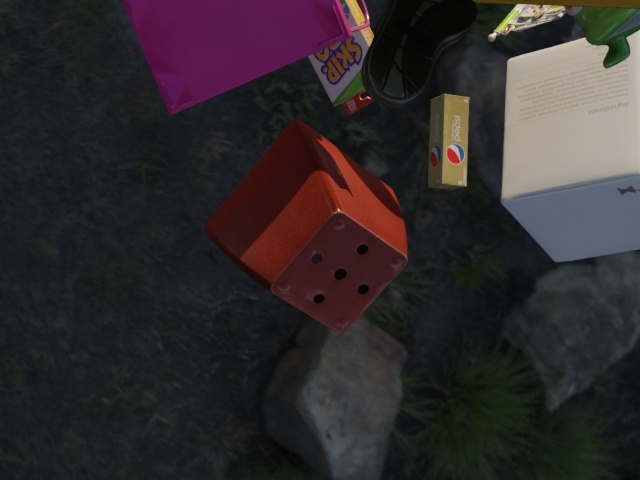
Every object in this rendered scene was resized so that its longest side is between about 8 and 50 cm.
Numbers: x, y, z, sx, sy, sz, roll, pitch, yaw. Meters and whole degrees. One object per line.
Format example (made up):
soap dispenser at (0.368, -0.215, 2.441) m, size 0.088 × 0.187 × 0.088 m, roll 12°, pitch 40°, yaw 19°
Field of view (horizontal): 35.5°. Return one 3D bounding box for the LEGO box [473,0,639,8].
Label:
LEGO box at (0.213, -0.390, 0.967) m, size 0.500 × 0.372 × 0.193 m, roll 15°, pitch 82°, yaw -75°

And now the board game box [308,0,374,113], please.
board game box at (0.022, -0.342, 1.650) m, size 0.039 × 0.124 × 0.259 m, roll -34°, pitch 96°, yaw -46°

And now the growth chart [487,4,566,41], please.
growth chart at (0.468, -0.482, 2.035) m, size 0.021 × 0.237 × 0.172 m, roll 52°, pitch 55°, yaw -22°

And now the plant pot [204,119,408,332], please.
plant pot at (0.000, 0.000, 1.741) m, size 0.267 × 0.236 × 0.267 m, roll 34°, pitch 103°, yaw -33°

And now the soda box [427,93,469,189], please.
soda box at (0.253, -0.194, 1.979) m, size 0.058 × 0.061 × 0.181 m, roll 4°, pitch 85°, yaw -22°

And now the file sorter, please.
file sorter at (-0.100, -0.339, 1.452) m, size 0.202 × 0.290 × 0.182 m, roll 68°, pitch 21°, yaw -7°

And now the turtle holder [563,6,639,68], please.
turtle holder at (0.508, -0.440, 1.520) m, size 0.320 × 0.243 × 0.227 m, roll -31°, pitch 83°, yaw 3°

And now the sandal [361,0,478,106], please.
sandal at (0.097, -0.206, 1.053) m, size 0.090 × 0.060 × 0.219 m, roll 32°, pitch 52°, yaw -6°

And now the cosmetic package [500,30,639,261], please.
cosmetic package at (0.628, -0.212, 2.281) m, size 0.329 × 0.327 × 0.394 m, roll 38°, pitch 51°, yaw -46°
